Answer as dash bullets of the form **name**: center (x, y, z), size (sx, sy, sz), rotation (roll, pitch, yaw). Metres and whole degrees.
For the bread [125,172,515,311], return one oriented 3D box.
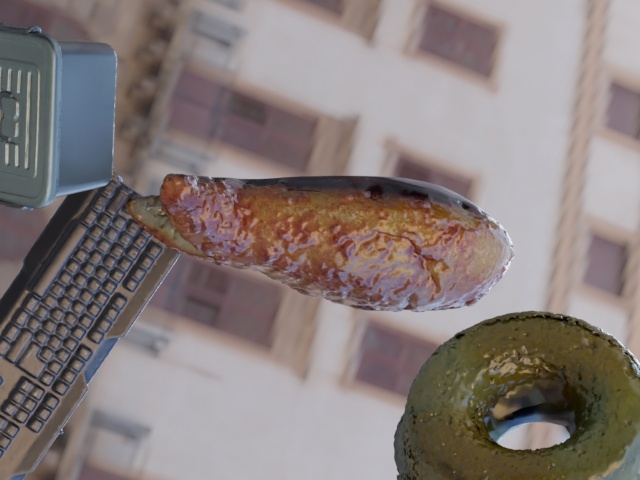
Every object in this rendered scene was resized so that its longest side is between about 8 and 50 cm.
- **bread**: center (0.001, 0.002, 1.398), size (0.139, 0.269, 0.095), rotation (142, -50, -72)

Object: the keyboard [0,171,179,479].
- **keyboard**: center (-0.213, 0.071, 1.600), size (0.262, 0.106, 0.016), rotation (-56, -165, -4)

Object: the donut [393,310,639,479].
- **donut**: center (0.200, 0.177, 1.922), size (0.107, 0.272, 0.272), rotation (75, 20, -54)

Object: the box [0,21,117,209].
- **box**: center (-0.184, -0.084, 1.331), size (0.084, 0.069, 0.122), rotation (12, -76, 38)
